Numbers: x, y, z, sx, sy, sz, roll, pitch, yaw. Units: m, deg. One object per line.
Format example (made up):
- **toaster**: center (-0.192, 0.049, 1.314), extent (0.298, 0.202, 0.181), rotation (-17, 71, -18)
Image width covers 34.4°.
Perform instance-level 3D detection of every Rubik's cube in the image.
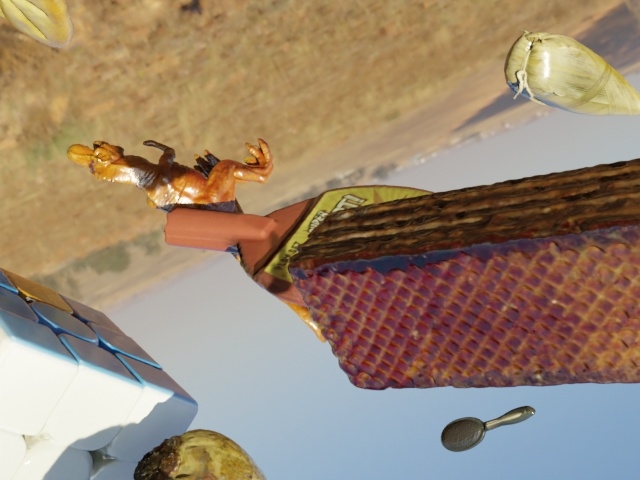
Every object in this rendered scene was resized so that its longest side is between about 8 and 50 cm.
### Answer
- **Rubik's cube**: center (-0.383, 0.217, 1.262), extent (0.291, 0.290, 0.291), rotation (32, -89, 46)

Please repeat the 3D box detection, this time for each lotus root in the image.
- **lotus root**: center (-0.108, 0.301, 1.123), extent (0.138, 0.214, 0.138), rotation (-44, -177, 3)

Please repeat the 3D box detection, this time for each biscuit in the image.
- **biscuit**: center (-0.428, -0.345, 1.382), extent (0.203, 0.260, 0.041), rotation (4, -119, 37)
- **biscuit**: center (0.107, 0.025, 0.602), extent (0.252, 0.106, 0.070), rotation (-8, -149, 37)

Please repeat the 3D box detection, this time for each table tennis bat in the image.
- **table tennis bat**: center (0.000, 0.000, 1.270), extent (0.414, 0.051, 0.268), rotation (6, -148, 22)

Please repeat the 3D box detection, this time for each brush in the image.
- **brush**: center (0.119, 0.134, 0.744), extent (0.083, 0.024, 0.008), rotation (-27, 160, 36)

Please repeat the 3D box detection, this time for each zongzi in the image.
- **zongzi**: center (0.349, -0.212, 1.393), extent (0.194, 0.197, 0.099), rotation (-16, 131, -67)

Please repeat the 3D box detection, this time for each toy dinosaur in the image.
- **toy dinosaur**: center (-0.131, -0.052, 1.431), extent (0.097, 0.432, 0.208), rotation (-60, 179, 42)
